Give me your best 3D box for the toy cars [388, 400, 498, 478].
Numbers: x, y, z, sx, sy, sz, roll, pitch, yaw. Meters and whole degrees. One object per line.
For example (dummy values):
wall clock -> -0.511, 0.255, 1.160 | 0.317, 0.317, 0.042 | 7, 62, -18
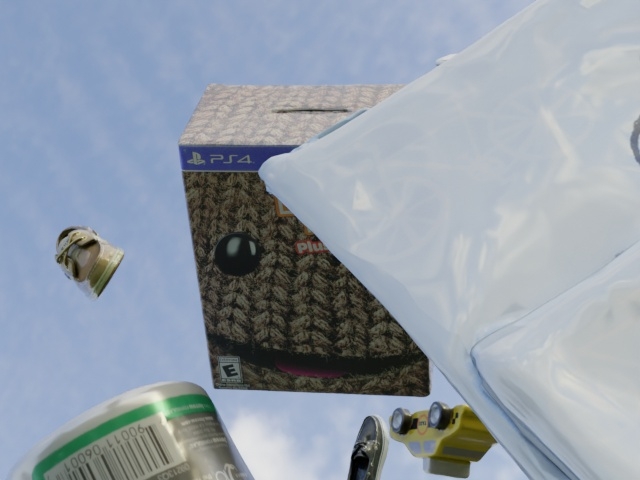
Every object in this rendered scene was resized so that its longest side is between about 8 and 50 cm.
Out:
toy cars -> 0.261, 0.258, 1.322 | 0.394, 0.087, 0.176 | -2, -18, 22

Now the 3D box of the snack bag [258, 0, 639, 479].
snack bag -> 0.181, -0.031, 0.429 | 0.323, 0.342, 0.037 | -34, -42, -9

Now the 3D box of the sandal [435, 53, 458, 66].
sandal -> 0.134, -0.160, 1.102 | 0.102, 0.265, 0.076 | 15, -97, -56

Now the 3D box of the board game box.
board game box -> 0.000, 0.000, 1.065 | 0.232, 0.141, 0.291 | 0, -58, 8

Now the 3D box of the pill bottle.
pill bottle -> -0.111, 0.321, 0.908 | 0.204, 0.361, 0.204 | -27, -20, -10

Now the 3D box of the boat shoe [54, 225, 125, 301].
boat shoe -> -0.194, 0.015, 0.857 | 0.045, 0.135, 0.050 | 33, -97, -19

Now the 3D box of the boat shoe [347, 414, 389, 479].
boat shoe -> 0.064, 0.307, 1.487 | 0.049, 0.142, 0.040 | -16, -41, 33
